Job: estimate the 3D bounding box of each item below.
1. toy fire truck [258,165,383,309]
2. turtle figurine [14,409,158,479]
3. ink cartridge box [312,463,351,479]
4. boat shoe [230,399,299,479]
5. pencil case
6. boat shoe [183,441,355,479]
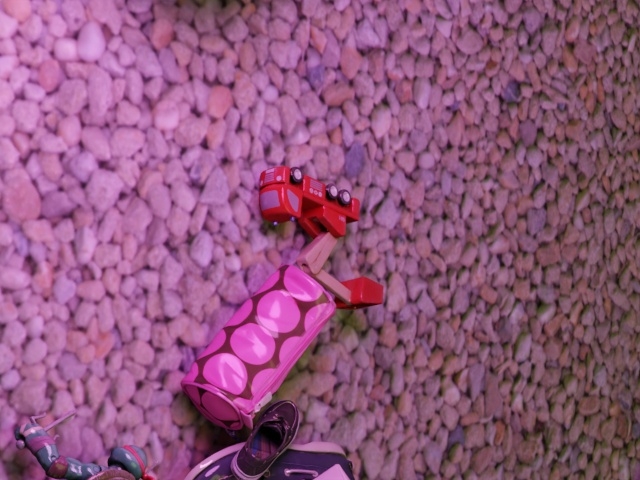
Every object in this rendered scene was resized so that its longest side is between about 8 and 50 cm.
[{"bbox_3d":[0.000,0.000,1.622,0.192,0.047,0.135,23,63,-43],"label":"toy fire truck"},{"bbox_3d":[-0.254,0.263,1.357,0.234,0.118,0.175,-40,118,-30],"label":"turtle figurine"},{"bbox_3d":[-0.011,0.404,1.484,0.233,0.168,0.171,-34,123,0],"label":"ink cartridge box"},{"bbox_3d":[-0.054,0.220,1.513,0.049,0.040,0.142,37,35,1],"label":"boat shoe"},{"bbox_3d":[-0.064,0.123,1.546,0.209,0.098,0.095,-53,137,-30],"label":"pencil case"},{"bbox_3d":[-0.051,0.290,1.562,0.255,0.079,0.095,10,127,-49],"label":"boat shoe"}]
